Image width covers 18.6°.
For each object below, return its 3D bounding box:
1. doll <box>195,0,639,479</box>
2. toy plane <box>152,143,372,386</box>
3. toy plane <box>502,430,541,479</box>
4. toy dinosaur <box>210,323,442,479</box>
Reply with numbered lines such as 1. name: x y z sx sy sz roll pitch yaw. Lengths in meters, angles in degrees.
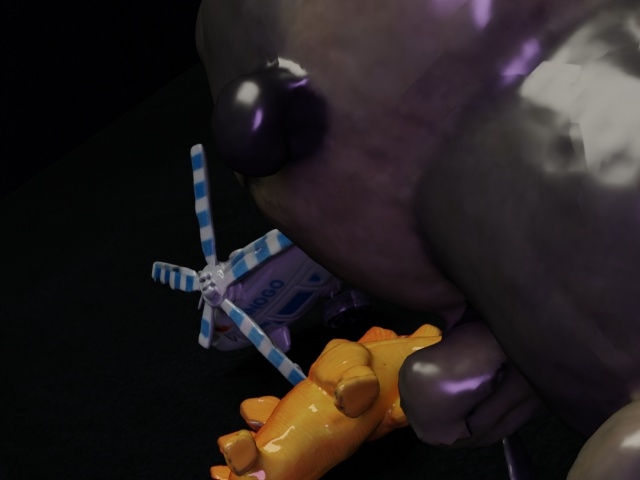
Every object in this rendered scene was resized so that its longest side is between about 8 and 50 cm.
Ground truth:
1. doll: 0.127 -0.051 0.788 0.378 0.382 0.252 6 -53 -45
2. toy plane: -0.003 -0.010 1.276 0.107 0.182 0.273 0 -48 -44
3. toy plane: 0.080 0.139 0.707 0.212 0.088 0.267 -27 5 22
4. toy dinosaur: 0.012 0.093 1.087 0.288 0.070 0.117 -32 13 -20
